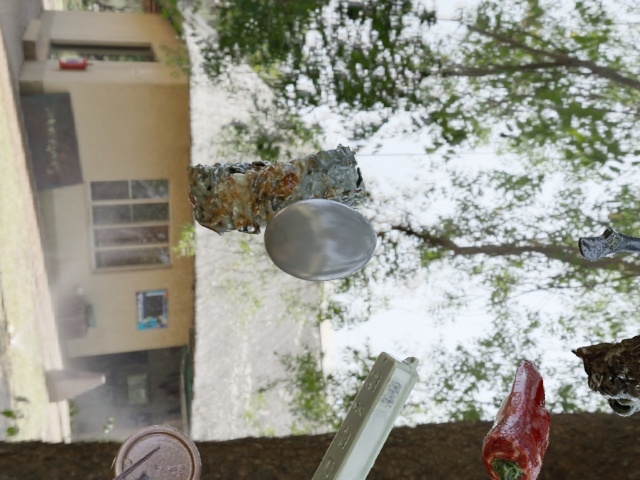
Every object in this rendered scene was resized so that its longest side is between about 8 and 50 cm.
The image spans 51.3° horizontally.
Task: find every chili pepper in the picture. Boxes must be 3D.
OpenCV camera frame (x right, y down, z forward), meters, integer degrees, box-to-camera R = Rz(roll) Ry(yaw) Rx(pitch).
[{"bbox_3d":[0.365,0.342,1.221,0.387,0.110,0.110,-45,148,-55],"label":"chili pepper"}]

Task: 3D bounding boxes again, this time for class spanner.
[{"bbox_3d":[0.433,0.011,0.882,0.012,0.209,0.046,-115,-147,-64],"label":"spanner"}]

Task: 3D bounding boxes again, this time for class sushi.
[{"bbox_3d":[-0.092,-0.116,1.501,0.417,0.418,0.175,-174,-103,-71],"label":"sushi"}]

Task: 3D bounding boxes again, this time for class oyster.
[{"bbox_3d":[0.714,0.314,1.467,0.096,0.221,0.361,-58,-172,-23],"label":"oyster"}]

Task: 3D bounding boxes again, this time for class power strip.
[{"bbox_3d":[0.073,0.349,1.194,0.338,0.058,0.098,-62,-167,-3],"label":"power strip"}]

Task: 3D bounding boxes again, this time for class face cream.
[{"bbox_3d":[-0.294,0.414,1.176,0.104,0.149,0.149,122,-39,-47],"label":"face cream"}]

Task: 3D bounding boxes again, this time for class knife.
[{"bbox_3d":[-0.331,0.378,1.003,0.018,0.247,0.035,45,-51,10],"label":"knife"}]

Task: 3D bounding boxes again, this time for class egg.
[{"bbox_3d":[0.000,0.000,1.168,0.146,0.199,0.146,-173,-90,-84],"label":"egg"}]
